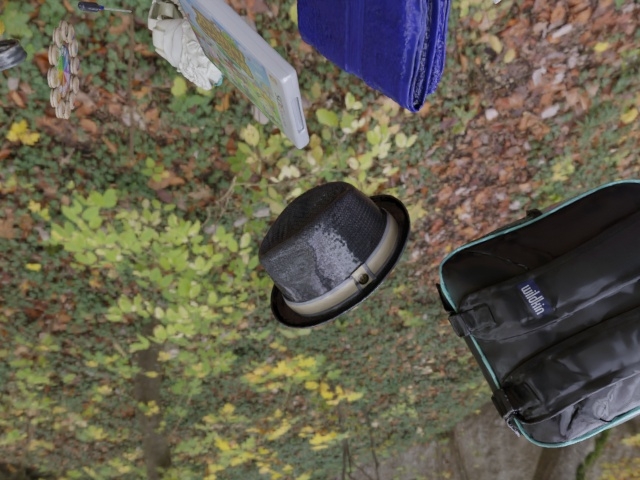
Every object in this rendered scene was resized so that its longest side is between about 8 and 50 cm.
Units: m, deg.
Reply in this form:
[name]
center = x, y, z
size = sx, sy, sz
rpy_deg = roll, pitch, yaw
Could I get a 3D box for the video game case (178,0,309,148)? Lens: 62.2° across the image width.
[video game case]
center = -0.099, -0.227, 0.671
size = 0.023, 0.212, 0.193
rpy_deg = -42, 169, -6

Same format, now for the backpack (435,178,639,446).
[backpack]
center = 0.210, 0.049, 0.410
size = 0.188, 0.166, 0.144
rpy_deg = -32, 159, 18

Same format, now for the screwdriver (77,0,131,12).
[screwdriver]
center = -0.506, -0.554, 1.258
size = 0.024, 0.025, 0.170
rpy_deg = 12, -153, 19

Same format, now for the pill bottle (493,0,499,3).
[pill bottle]
center = 0.390, -0.686, 1.272
size = 0.121, 0.216, 0.121
rpy_deg = -42, -171, 8

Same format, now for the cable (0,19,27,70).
[cable]
center = -0.556, -0.309, 0.835
size = 0.139, 0.072, 0.287
rpy_deg = -29, -145, -24

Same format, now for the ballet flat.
[ballet flat]
center = -0.302, -0.444, 1.147
size = 0.146, 0.409, 0.147
rpy_deg = -12, 132, -14

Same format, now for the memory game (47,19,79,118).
[memory game]
center = -0.492, -0.326, 1.022
size = 0.012, 0.186, 0.186
rpy_deg = 5, 163, -12

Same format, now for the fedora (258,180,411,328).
[fedora]
center = 0.000, 0.000, 1.010
size = 0.334, 0.334, 0.152
rpy_deg = -18, 127, 37

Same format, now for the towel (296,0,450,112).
[towel]
center = 0.068, -0.354, 0.782
size = 0.076, 0.308, 0.228
rpy_deg = -25, 138, -23
